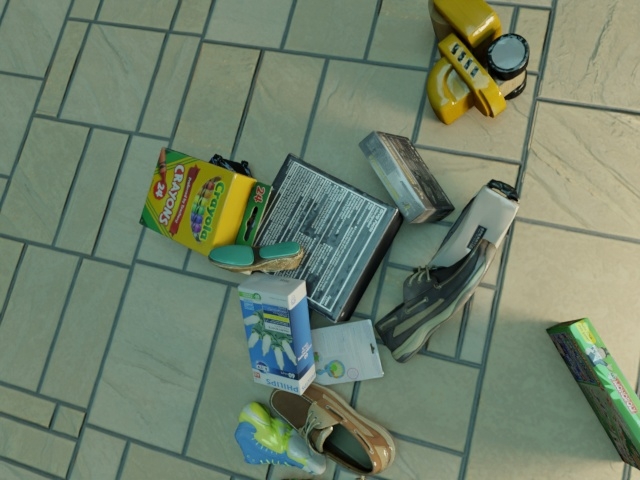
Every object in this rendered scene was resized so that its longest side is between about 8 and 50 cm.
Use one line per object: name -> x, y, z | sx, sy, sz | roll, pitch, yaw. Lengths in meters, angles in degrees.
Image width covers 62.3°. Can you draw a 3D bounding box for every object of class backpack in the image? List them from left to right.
backpack -> -0.226, -0.119, 1.367 | 0.117, 0.158, 0.173 | -37, 76, 21

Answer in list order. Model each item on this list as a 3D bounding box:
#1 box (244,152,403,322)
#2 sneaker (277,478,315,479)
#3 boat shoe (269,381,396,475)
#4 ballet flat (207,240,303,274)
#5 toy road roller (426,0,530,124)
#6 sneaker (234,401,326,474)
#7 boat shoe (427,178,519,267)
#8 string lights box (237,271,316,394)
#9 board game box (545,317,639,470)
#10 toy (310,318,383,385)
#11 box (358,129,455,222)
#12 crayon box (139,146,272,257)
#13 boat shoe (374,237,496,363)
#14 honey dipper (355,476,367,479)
box -> 0.000, 0.000, 1.275 | 0.294, 0.183, 0.296 | 29, 91, 16
sneaker -> -0.021, 0.704, 1.155 | 0.146, 0.134, 0.344 | -9, 70, 6
boat shoe -> 0.014, 0.421, 1.203 | 0.324, 0.116, 0.123 | 21, 101, 24
ballet flat -> -0.140, 0.047, 1.159 | 0.206, 0.067, 0.073 | -2, 45, -1
toy road roller -> 0.341, -0.442, 1.305 | 0.240, 0.202, 0.330 | -37, 75, 13
sneaker -> -0.104, 0.496, 1.262 | 0.240, 0.091, 0.126 | 35, 105, 15
boat shoe -> 0.359, 0.008, 1.254 | 0.127, 0.158, 0.341 | 35, 115, 11
string lights box -> -0.094, 0.210, 1.197 | 0.133, 0.077, 0.260 | 7, 117, 27
board game box -> 0.587, 0.314, 1.086 | 0.046, 0.213, 0.317 | -27, 75, 4
toy -> 0.027, 0.274, 1.283 | 0.237, 0.056, 0.137 | -13, 89, 15
box -> 0.210, -0.151, 1.272 | 0.056, 0.183, 0.231 | -40, 72, 31
crayon box -> -0.277, -0.084, 1.245 | 0.318, 0.081, 0.202 | 21, 95, 33
boat shoe -> 0.240, 0.123, 1.176 | 0.130, 0.132, 0.355 | 41, 115, 11
honey dipper -> 0.106, 0.513, 1.237 | 0.030, 0.030, 0.161 | 10, 76, 13
